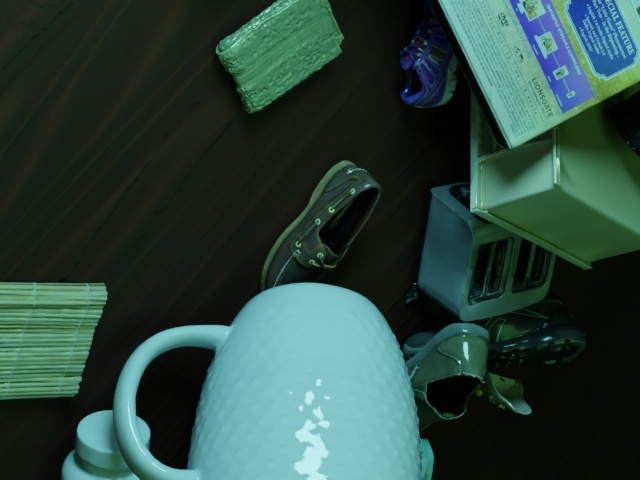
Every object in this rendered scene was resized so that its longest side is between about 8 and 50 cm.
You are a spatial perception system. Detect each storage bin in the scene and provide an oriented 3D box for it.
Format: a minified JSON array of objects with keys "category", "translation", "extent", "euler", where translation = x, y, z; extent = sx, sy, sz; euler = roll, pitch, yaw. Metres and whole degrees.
[{"category":"storage bin","translation":[0.315,-0.131,1.674],"extent":[0.262,0.123,0.260],"euler":[23,61,-43]}]

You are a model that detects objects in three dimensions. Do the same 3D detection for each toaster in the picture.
[{"category":"toaster","translation":[0.223,0.013,1.778],"extent":[0.168,0.110,0.186],"euler":[-11,123,-31]}]

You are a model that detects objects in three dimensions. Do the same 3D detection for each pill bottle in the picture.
[{"category":"pill bottle","translation":[-0.259,0.316,1.599],"extent":[0.117,0.117,0.208],"euler":[-9,122,-33]}]

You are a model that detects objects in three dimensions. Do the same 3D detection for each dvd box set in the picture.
[{"category":"dvd box set","translation":[0.325,-0.333,1.482],"extent":[0.420,0.062,0.307],"euler":[-29,102,-1]}]

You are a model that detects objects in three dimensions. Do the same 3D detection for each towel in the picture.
[{"category":"towel","translation":[-0.044,-0.220,1.488],"extent":[0.148,0.027,0.110],"euler":[-39,134,-12]}]

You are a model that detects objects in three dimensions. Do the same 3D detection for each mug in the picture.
[{"category":"mug","translation":[-0.061,0.221,1.553],"extent":[0.374,0.328,0.276],"euler":[13,149,-18]}]

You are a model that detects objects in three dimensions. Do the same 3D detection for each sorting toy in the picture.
[{"category":"sorting toy","translation":[0.281,0.237,1.986],"extent":[0.083,0.075,0.045],"euler":[19,104,-42]}]

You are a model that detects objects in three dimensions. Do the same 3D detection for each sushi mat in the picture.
[{"category":"sushi mat","translation":[-0.393,0.113,1.441],"extent":[0.316,0.019,0.151],"euler":[2,116,-38]}]

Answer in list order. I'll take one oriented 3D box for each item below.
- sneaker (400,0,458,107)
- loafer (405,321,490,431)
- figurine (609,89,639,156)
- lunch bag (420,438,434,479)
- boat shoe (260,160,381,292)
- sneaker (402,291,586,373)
[{"category":"sneaker","translation":[0.131,-0.235,1.586],"extent":[0.071,0.068,0.170],"euler":[-11,124,-25]},{"category":"loafer","translation":[0.148,0.209,1.805],"extent":[0.094,0.087,0.251],"euler":[14,138,-18]},{"category":"figurine","translation":[0.500,-0.182,1.633],"extent":[0.215,0.092,0.209],"euler":[7,137,-49]},{"category":"lunch bag","translation":[0.020,0.373,1.820],"extent":[0.223,0.160,0.262],"euler":[9,117,-39]},{"category":"boat shoe","translation":[0.000,0.000,1.629],"extent":[0.073,0.073,0.207],"euler":[21,104,-44]},{"category":"sneaker","translation":[0.242,0.134,1.886],"extent":[0.267,0.106,0.101],"euler":[-4,146,-13]}]
